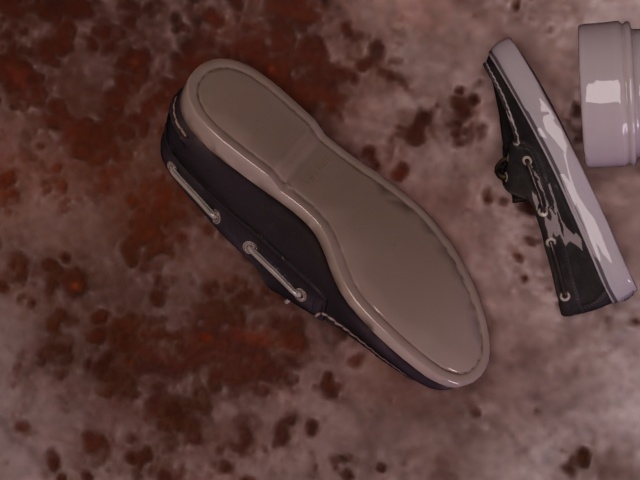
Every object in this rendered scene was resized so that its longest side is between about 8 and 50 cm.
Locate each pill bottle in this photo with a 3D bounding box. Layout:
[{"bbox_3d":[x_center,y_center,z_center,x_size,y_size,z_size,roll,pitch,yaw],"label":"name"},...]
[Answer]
[{"bbox_3d":[0.208,-0.073,0.934,0.169,0.094,0.094,-3,89,8],"label":"pill bottle"}]

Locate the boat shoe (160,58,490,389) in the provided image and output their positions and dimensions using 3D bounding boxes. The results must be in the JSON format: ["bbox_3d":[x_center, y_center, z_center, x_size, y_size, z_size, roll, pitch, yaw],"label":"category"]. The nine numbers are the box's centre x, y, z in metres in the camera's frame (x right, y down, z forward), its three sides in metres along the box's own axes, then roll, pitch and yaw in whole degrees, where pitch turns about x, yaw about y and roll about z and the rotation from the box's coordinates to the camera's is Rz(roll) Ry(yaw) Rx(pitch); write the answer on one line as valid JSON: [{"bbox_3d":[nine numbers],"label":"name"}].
[{"bbox_3d":[0.000,0.000,0.991,0.206,0.075,0.065,46,138,1],"label":"boat shoe"}]

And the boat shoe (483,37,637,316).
[{"bbox_3d":[0.109,-0.030,0.971,0.040,0.049,0.142,-25,88,7],"label":"boat shoe"}]
